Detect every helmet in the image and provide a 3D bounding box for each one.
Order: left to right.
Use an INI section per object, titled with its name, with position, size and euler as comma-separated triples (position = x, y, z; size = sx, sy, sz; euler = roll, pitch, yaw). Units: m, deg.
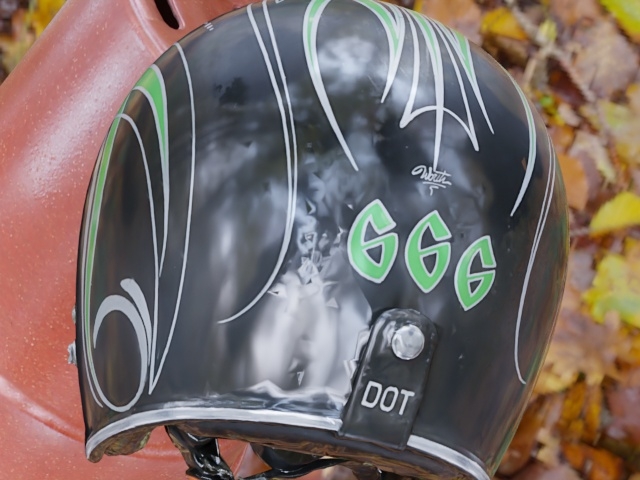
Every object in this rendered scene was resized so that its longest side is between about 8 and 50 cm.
[helmet]
position = 0.000, 0.000, 0.416
size = 0.169, 0.169, 0.162
euler = 9, 67, -3

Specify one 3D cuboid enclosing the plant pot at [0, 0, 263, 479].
[plant pot]
position = -0.085, -0.019, 0.711
size = 0.272, 0.265, 0.272
euler = 28, 35, -22
